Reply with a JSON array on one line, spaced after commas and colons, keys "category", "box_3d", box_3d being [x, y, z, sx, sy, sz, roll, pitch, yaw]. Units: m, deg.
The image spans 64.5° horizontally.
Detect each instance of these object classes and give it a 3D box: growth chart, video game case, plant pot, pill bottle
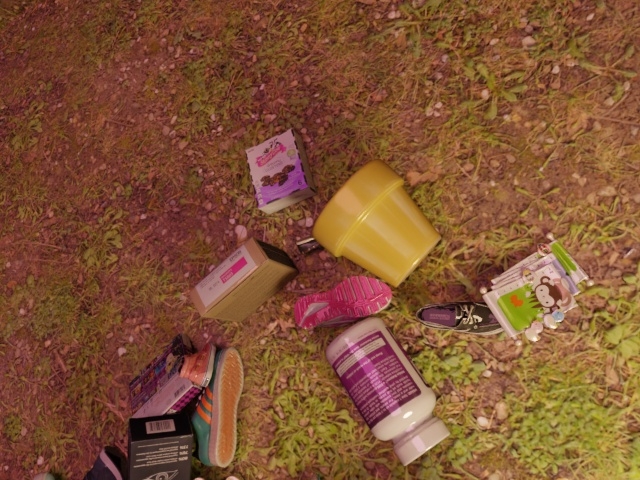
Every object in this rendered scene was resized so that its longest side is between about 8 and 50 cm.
[{"category": "growth chart", "box_3d": [0.481, 0.111, 1.129, 0.237, 0.021, 0.172, -36, 65, -4]}, {"category": "video game case", "box_3d": [-0.442, 0.410, 1.426, 0.232, 0.041, 0.210, -45, 40, 7]}, {"category": "plant pot", "box_3d": [0.147, -0.025, 1.222, 0.239, 0.254, 0.254, 43, 96, 12]}, {"category": "pill bottle", "box_3d": [0.153, 0.340, 1.152, 0.169, 0.169, 0.302, -39, 64, 10]}]

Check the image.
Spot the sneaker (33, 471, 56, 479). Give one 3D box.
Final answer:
[{"category": "sneaker", "box_3d": [-0.730, 0.821, 1.464, 0.150, 0.135, 0.366, -16, 47, -27]}]

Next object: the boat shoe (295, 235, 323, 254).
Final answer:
[{"category": "boat shoe", "box_3d": [0.000, 0.000, 1.383, 0.132, 0.049, 0.042, -21, 102, 8]}]

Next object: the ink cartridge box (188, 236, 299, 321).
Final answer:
[{"category": "ink cartridge box", "box_3d": [-0.200, 0.112, 1.355, 0.234, 0.193, 0.088, -40, 65, 9]}]

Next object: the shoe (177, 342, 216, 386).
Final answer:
[{"category": "shoe", "box_3d": [-0.332, 0.320, 1.363, 0.081, 0.178, 0.064, 25, 103, -15]}]

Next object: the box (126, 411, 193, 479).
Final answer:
[{"category": "box", "box_3d": [-0.417, 0.567, 1.305, 0.108, 0.153, 0.207, -146, 62, -62]}]

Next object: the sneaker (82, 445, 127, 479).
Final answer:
[{"category": "sneaker", "box_3d": [-0.590, 0.716, 1.420, 0.226, 0.086, 0.164, 29, 78, 37]}]

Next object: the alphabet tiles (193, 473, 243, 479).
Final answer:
[{"category": "alphabet tiles", "box_3d": [-0.244, 0.742, 1.272, 0.277, 0.021, 0.284, 32, 91, 11]}]

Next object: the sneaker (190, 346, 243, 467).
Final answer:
[{"category": "sneaker", "box_3d": [-0.288, 0.439, 1.357, 0.120, 0.108, 0.303, -7, 68, 28]}]

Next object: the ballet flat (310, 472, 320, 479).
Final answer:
[{"category": "ballet flat", "box_3d": [-0.026, 0.647, 1.209, 0.052, 0.057, 0.169, 0, 74, -6]}]

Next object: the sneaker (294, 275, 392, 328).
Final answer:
[{"category": "sneaker", "box_3d": [0.064, 0.157, 1.269, 0.252, 0.111, 0.103, -16, 72, 22]}]

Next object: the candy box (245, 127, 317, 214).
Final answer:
[{"category": "candy box", "box_3d": [-0.117, -0.199, 1.468, 0.164, 0.070, 0.197, -22, 69, 17]}]

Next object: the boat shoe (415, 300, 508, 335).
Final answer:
[{"category": "boat shoe", "box_3d": [0.330, 0.178, 1.171, 0.219, 0.070, 0.078, -5, 74, 23]}]
